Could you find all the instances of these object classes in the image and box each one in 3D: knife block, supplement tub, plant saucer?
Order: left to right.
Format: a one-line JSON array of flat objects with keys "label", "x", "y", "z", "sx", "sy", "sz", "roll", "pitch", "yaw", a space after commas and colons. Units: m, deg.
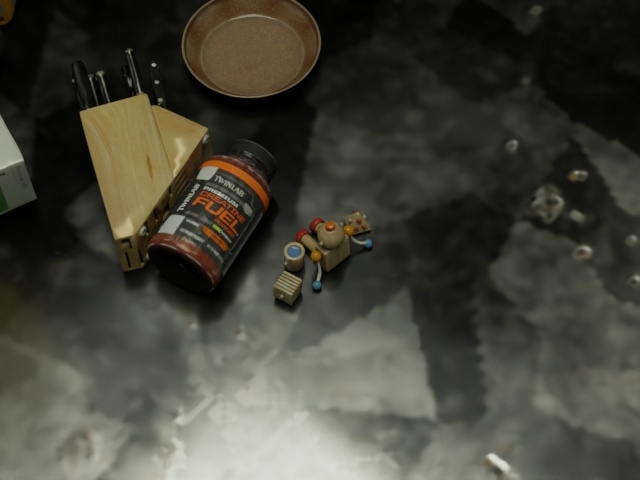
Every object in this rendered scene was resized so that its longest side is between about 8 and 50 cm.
[{"label": "knife block", "x": -0.279, "y": -0.123, "z": 1.701, "sx": 0.242, "sy": 0.088, "sz": 0.275, "roll": 23, "pitch": 62, "yaw": 14}, {"label": "supplement tub", "x": -0.133, "y": -0.037, "z": 1.639, "sx": 0.106, "sy": 0.106, "sz": 0.198, "roll": 24, "pitch": 62, "yaw": 14}, {"label": "plant saucer", "x": -0.098, "y": -0.274, "z": 1.820, "sx": 0.199, "sy": 0.036, "sz": 0.198, "roll": 0, "pitch": 60, "yaw": 1}]

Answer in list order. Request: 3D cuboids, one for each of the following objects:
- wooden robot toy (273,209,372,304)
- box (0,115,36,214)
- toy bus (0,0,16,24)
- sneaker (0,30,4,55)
[{"label": "wooden robot toy", "x": 0.000, "y": 0.000, "z": 1.632, "sx": 0.173, "sy": 0.079, "sz": 0.076, "roll": -39, "pitch": 67, "yaw": -21}, {"label": "box", "x": -0.441, "y": -0.099, "z": 1.679, "sx": 0.087, "sy": 0.101, "sz": 0.102, "roll": -27, "pitch": 64, "yaw": -15}, {"label": "toy bus", "x": -0.491, "y": -0.491, "z": 1.894, "sx": 0.108, "sy": 0.130, "sz": 0.332, "roll": 2, "pitch": 59, "yaw": 2}, {"label": "sneaker", "x": -0.599, "y": -0.271, "z": 1.783, "sx": 0.281, "sy": 0.106, "sz": 0.162, "roll": -28, "pitch": 60, "yaw": -15}]
